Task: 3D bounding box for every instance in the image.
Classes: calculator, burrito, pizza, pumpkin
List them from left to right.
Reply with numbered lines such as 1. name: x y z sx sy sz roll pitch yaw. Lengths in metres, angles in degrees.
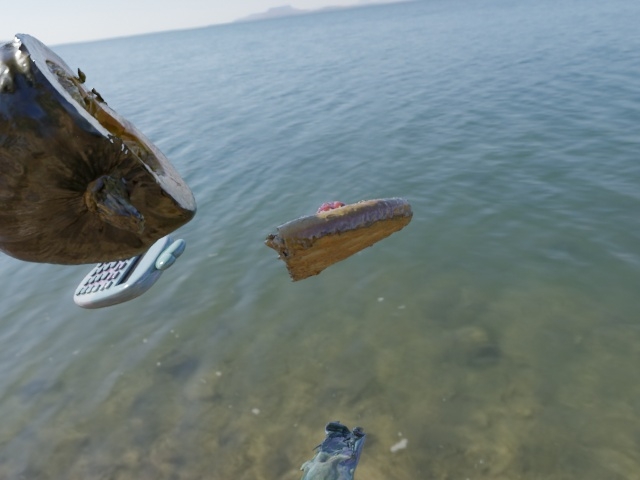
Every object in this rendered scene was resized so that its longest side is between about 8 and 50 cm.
1. pumpkin: -0.322 -0.064 0.654 0.232 0.325 0.242 -42 55 0
2. calculator: -0.398 0.064 1.068 0.299 0.041 0.185 -17 33 26
3. pizza: 0.000 0.000 0.621 0.188 0.062 0.199 -12 -18 -33
4. burrito: 0.007 0.427 0.886 0.096 0.066 0.309 -2 18 19
